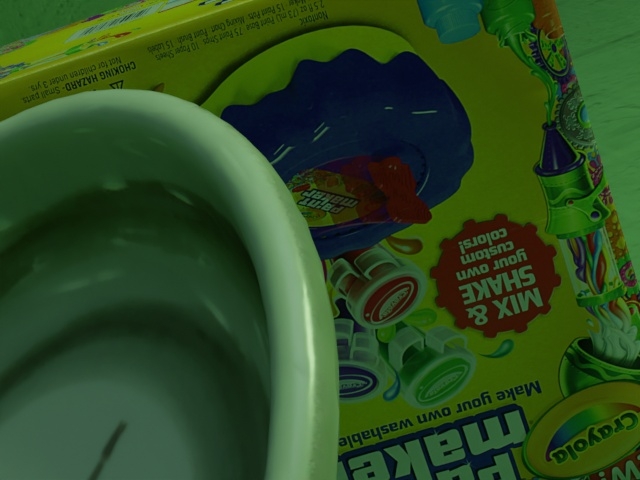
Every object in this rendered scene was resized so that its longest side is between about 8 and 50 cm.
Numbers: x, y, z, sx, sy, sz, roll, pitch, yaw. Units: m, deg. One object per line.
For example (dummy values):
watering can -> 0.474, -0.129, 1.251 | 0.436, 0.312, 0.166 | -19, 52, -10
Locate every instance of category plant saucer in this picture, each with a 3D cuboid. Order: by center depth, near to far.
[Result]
plant saucer -> -0.124, 0.136, 0.638 | 0.400, 0.100, 0.400 | -26, 48, 33

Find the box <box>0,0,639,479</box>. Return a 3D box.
box -> 0.000, 0.000, 0.842 | 0.290, 0.279, 0.177 | -18, 15, 7
